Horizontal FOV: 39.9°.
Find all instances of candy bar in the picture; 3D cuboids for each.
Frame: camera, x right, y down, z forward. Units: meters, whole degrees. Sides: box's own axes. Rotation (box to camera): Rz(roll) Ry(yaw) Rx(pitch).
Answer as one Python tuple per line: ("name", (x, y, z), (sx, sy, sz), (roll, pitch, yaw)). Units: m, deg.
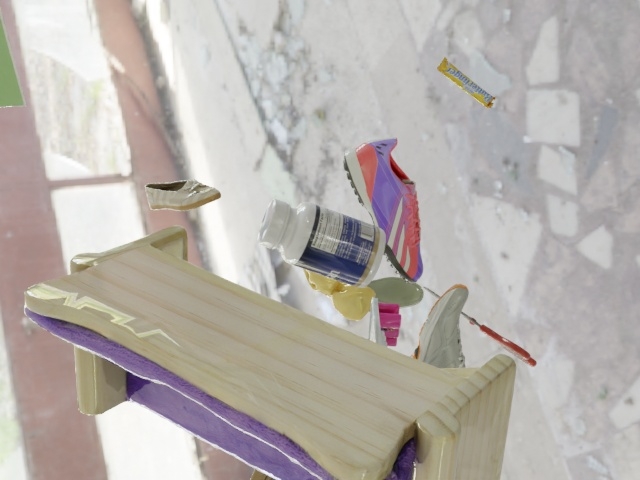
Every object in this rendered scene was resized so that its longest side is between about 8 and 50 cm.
("candy bar", (0.339, -0.363, 2.041), (0.040, 0.161, 0.018), (-58, 11, -22))

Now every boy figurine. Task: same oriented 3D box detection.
("boy figurine", (0.013, 0.075, 1.999), (0.092, 0.177, 0.285), (-48, 48, -1))

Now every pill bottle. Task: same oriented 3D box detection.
("pill bottle", (0.000, 0.000, 1.269), (0.094, 0.169, 0.094), (-160, 90, -78))

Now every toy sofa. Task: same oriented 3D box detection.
("toy sofa", (-0.053, 0.124, 0.666), (0.362, 0.177, 0.150), (20, 119, 33))

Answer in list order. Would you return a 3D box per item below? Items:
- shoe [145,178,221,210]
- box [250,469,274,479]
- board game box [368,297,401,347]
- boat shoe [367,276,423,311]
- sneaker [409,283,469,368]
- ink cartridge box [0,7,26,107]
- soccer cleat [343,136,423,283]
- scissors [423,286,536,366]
("shoe", (-0.317, -0.106, 1.998), (0.219, 0.076, 0.058), (-2, 114, 37))
("box", (-0.054, 0.334, 1.073), (0.021, 0.164, 0.201), (31, 103, 31))
("board game box", (0.086, 0.319, 1.279), (0.390, 0.050, 0.390), (-79, -7, -79))
("boat shoe", (0.151, 0.141, 2.231), (0.068, 0.228, 0.081), (60, -148, -62))
("sneaker", (0.247, 0.212, 1.716), (0.121, 0.099, 0.262), (26, 105, 15))
("ink cartridge box", (-0.495, -0.243, 1.091), (0.056, 0.235, 0.171), (-96, 2, -56))
("soccer cleat", (0.155, -0.056, 1.762), (0.108, 0.116, 0.318), (-83, -32, -66))
("scissors", (0.361, 0.198, 2.009), (0.297, 0.109, 0.021), (33, 87, 24))
